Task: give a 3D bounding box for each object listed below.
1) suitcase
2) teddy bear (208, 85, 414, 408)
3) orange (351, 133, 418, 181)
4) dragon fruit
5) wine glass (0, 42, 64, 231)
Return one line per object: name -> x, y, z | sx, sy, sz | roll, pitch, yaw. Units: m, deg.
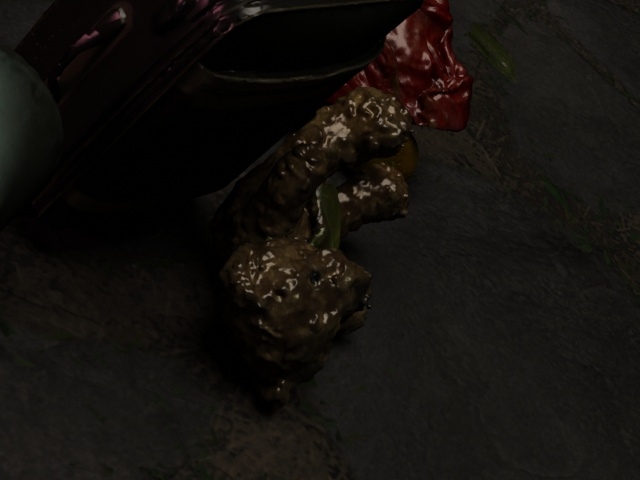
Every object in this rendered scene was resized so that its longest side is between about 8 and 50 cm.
suitcase -> -0.126, -0.166, 1.078 | 0.283, 0.434, 0.194 | -18, 76, -47
teddy bear -> 0.009, -0.003, 1.179 | 0.296, 0.246, 0.222 | -27, 46, -20
orange -> 0.076, -0.109, 1.461 | 0.095, 0.085, 0.085 | 17, 41, -27
dragon fruit -> 0.074, -0.259, 1.507 | 0.330, 0.302, 0.240 | 39, 3, 16
wine glass -> -0.315, 0.069, 0.844 | 0.267, 0.267, 0.406 | 12, 49, -29
